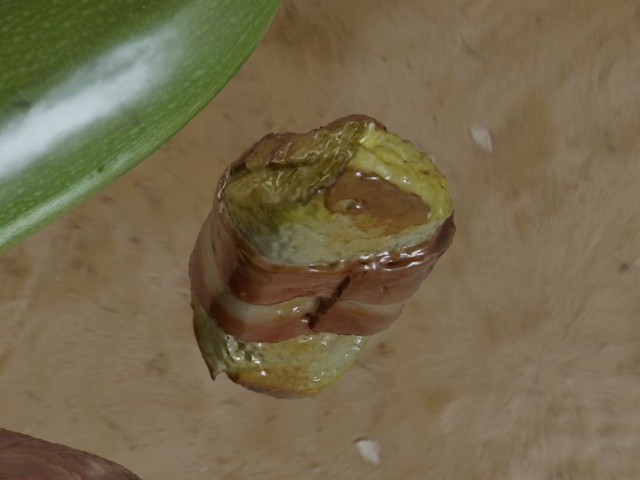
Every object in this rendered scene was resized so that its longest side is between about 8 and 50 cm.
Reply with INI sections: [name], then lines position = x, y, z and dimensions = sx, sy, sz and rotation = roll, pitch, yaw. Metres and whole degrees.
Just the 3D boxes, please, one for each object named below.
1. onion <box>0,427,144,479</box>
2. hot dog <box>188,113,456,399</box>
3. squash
[onion]
position = -0.218, 0.178, 1.065
dimensions = 0.348, 0.267, 0.159
rotation = 11, 69, 22
[hot dog]
position = -0.003, -0.005, 0.964
dimensions = 0.123, 0.261, 0.093
rotation = 4, 61, -18
[squash]
position = -0.158, -0.021, 0.647
dimensions = 0.395, 0.107, 0.107
rotation = -38, 83, -13
